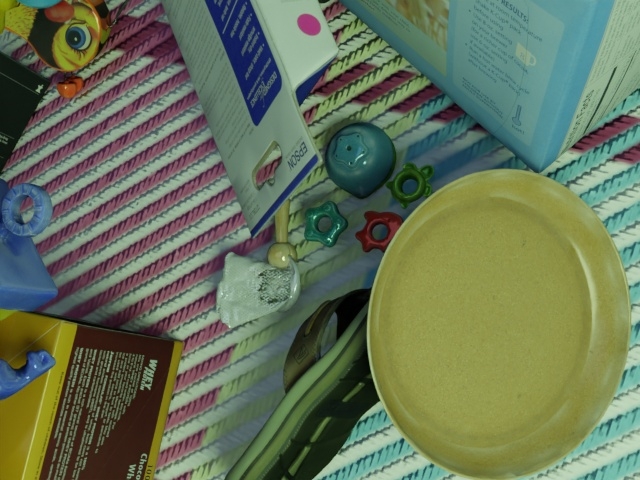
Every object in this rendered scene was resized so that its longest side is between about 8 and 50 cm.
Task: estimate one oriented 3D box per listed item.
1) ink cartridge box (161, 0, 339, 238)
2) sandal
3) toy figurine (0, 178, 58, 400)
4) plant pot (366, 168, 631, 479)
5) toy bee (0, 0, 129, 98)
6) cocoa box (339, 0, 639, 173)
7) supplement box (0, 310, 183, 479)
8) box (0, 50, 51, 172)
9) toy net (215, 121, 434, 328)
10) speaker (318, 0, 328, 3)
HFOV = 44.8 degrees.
[{"bbox_3d":[-0.077,-0.203,0.684,0.069,0.176,0.371,-14,76,-26],"label":"ink cartridge box"},{"bbox_3d":[0.012,0.101,0.660,0.303,0.120,0.086,-48,55,5],"label":"sandal"},{"bbox_3d":[-0.271,0.045,0.523,0.217,0.191,0.362,-33,71,5],"label":"toy figurine"},{"bbox_3d":[0.137,0.064,0.600,0.236,0.032,0.236,0,91,-21],"label":"plant pot"},{"bbox_3d":[-0.288,-0.237,0.808,0.298,0.195,0.162,24,112,11],"label":"toy bee"},{"bbox_3d":[0.136,-0.274,0.603,0.228,0.231,0.347,-40,69,-10],"label":"cocoa box"},{"bbox_3d":[-0.241,0.163,0.686,0.129,0.194,0.191,9,82,21],"label":"supplement box"},{"bbox_3d":[-0.426,-0.147,0.780,0.103,0.261,0.184,30,89,22],"label":"box"},{"bbox_3d":[0.000,0.000,0.721,0.122,0.045,0.232,42,96,20],"label":"toy net"},{"bbox_3d":[-0.039,-0.292,0.788,0.136,0.055,0.055,36,92,22],"label":"speaker"}]
